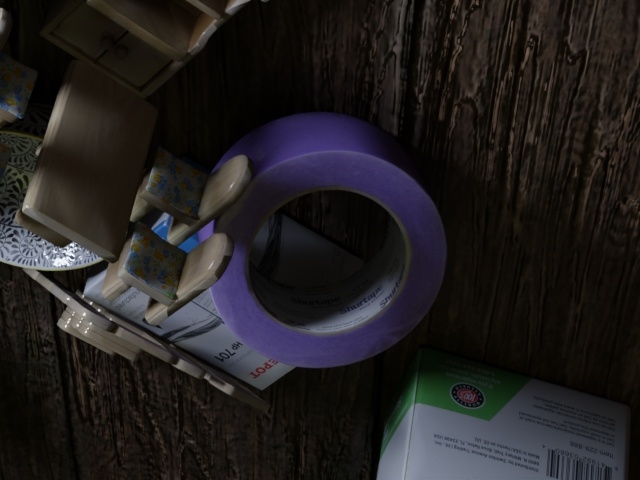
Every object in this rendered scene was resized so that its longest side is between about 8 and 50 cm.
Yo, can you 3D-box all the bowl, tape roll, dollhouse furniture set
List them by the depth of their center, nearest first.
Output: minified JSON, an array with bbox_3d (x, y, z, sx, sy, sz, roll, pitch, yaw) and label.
[{"bbox_3d":[-0.135,-0.105,1.286,0.212,0.242,0.161,32,137,-24],"label":"dollhouse furniture set"},{"bbox_3d":[0.000,0.000,1.448,0.189,0.080,0.189,-4,117,-8],"label":"tape roll"},{"bbox_3d":[-0.231,-0.058,1.495,0.170,0.080,0.170,6,141,5],"label":"bowl"}]

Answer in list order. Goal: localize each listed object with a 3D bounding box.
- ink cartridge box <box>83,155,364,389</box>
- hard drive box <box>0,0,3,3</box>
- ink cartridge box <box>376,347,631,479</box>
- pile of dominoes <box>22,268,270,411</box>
[{"bbox_3d":[-0.081,0.031,1.569,0.191,0.082,0.139,31,137,-21],"label":"ink cartridge box"},{"bbox_3d":[-0.361,-0.178,1.313,0.232,0.089,0.181,-31,94,40],"label":"hard drive box"},{"bbox_3d":[0.153,0.264,1.630,0.211,0.289,0.121,17,140,-7],"label":"ink cartridge box"},{"bbox_3d":[-0.157,0.096,1.577,0.196,0.040,0.251,30,178,-22],"label":"pile of dominoes"}]
